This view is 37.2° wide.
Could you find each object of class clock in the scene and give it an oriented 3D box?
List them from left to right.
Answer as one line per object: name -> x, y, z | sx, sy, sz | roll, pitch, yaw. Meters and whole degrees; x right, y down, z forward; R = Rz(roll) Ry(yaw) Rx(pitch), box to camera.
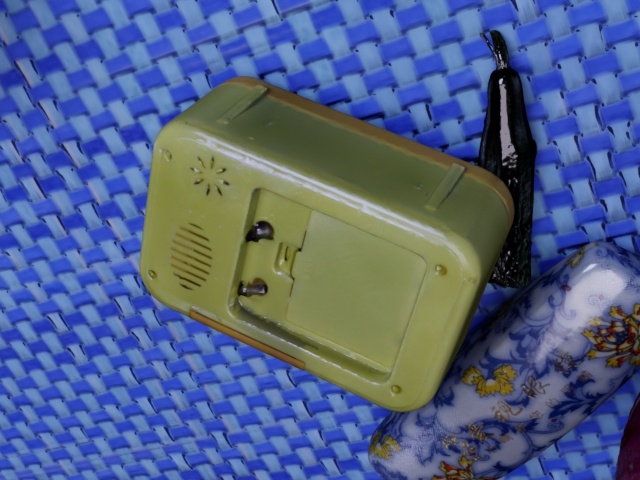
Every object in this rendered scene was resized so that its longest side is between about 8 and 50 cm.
clock -> 0.000, 0.000, 0.575 | 0.202, 0.096, 0.143 | 23, 128, 12

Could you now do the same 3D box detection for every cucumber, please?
cucumber -> 0.113, -0.044, 0.573 | 0.039, 0.043, 0.163 | -18, 126, -20

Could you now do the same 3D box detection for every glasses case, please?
glasses case -> 0.129, 0.098, 0.639 | 0.087, 0.065, 0.248 | 33, 122, -11

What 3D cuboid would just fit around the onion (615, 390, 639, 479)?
onion -> 0.286, 0.147, 0.531 | 0.272, 0.256, 0.230 | -18, 80, 11
